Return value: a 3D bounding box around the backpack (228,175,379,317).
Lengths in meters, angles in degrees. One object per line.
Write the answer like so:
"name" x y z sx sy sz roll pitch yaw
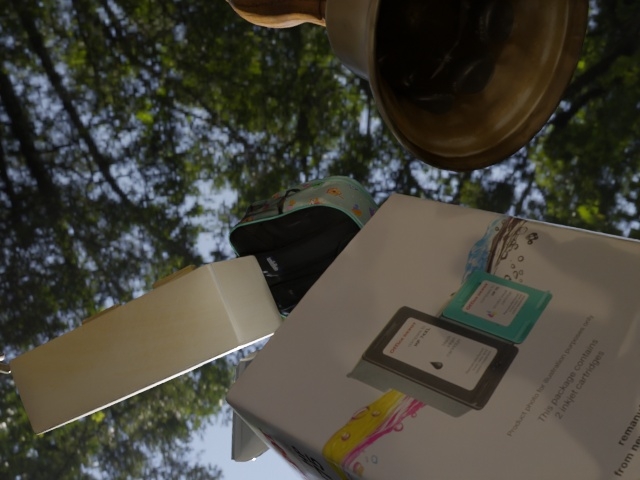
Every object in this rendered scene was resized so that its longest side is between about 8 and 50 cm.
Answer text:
"backpack" 0.000 0.000 1.141 0.188 0.166 0.144 -15 -156 35

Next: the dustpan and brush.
"dustpan and brush" -0.039 0.192 1.131 0.060 0.147 0.211 12 -161 21

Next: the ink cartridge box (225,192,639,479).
"ink cartridge box" 0.123 0.120 0.535 0.270 0.198 0.197 16 -121 49

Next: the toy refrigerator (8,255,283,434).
"toy refrigerator" -0.184 0.105 0.887 0.269 0.094 0.102 -25 174 23

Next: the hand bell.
"hand bell" 0.008 -0.129 0.459 0.126 0.126 0.242 -23 -149 -25

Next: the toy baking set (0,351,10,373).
"toy baking set" -0.644 0.170 1.422 0.197 0.256 0.030 21 -97 25
